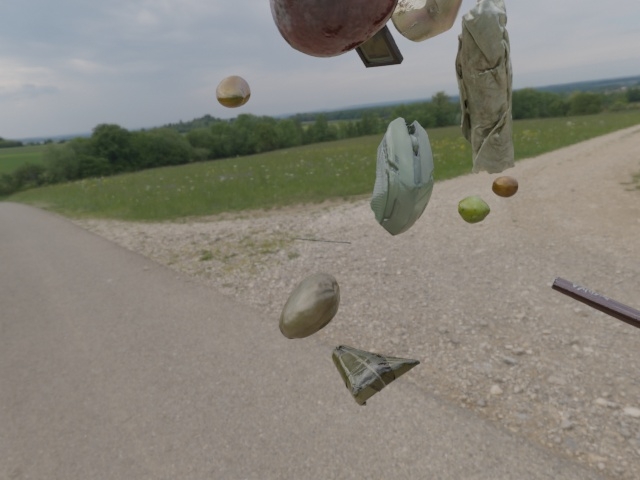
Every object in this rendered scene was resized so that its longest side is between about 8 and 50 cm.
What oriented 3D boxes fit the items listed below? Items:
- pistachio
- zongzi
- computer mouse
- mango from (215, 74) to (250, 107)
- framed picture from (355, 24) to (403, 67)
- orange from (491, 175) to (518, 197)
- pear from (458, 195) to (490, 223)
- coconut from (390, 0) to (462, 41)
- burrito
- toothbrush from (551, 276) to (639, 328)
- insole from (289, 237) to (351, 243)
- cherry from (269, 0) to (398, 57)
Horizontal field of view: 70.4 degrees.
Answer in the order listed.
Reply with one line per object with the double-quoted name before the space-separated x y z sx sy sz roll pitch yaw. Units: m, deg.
"pistachio" -0.026 0.159 1.081 0.126 0.185 0.108 38 -1 25
"zongzi" 0.125 0.288 1.102 0.176 0.078 0.160 -35 44 -2
"computer mouse" 0.311 -0.226 1.644 0.228 0.428 0.146 3 4 -31
"mango" -0.260 -0.436 1.355 0.102 0.084 0.184 -6 36 -4
"framed picture" 0.141 -0.556 1.258 0.128 0.168 0.023 13 67 43
"orange" 0.626 -0.183 1.539 0.085 0.084 0.085 -5 13 1
"pear" 0.486 -0.095 1.436 0.097 0.092 0.092 -1 14 21
"coconut" 0.264 -0.583 1.109 0.171 0.170 0.183 -15 6 -36
"burrito" 0.361 -0.323 0.994 0.117 0.391 0.076 -10 33 13
"toothbrush" 0.708 0.174 1.022 0.364 0.040 0.041 28 32 36
"insole" 0.000 0.000 1.783 0.254 0.005 0.086 5 3 -17
"cherry" 0.023 -0.461 0.818 0.285 0.236 0.212 -41 21 45
